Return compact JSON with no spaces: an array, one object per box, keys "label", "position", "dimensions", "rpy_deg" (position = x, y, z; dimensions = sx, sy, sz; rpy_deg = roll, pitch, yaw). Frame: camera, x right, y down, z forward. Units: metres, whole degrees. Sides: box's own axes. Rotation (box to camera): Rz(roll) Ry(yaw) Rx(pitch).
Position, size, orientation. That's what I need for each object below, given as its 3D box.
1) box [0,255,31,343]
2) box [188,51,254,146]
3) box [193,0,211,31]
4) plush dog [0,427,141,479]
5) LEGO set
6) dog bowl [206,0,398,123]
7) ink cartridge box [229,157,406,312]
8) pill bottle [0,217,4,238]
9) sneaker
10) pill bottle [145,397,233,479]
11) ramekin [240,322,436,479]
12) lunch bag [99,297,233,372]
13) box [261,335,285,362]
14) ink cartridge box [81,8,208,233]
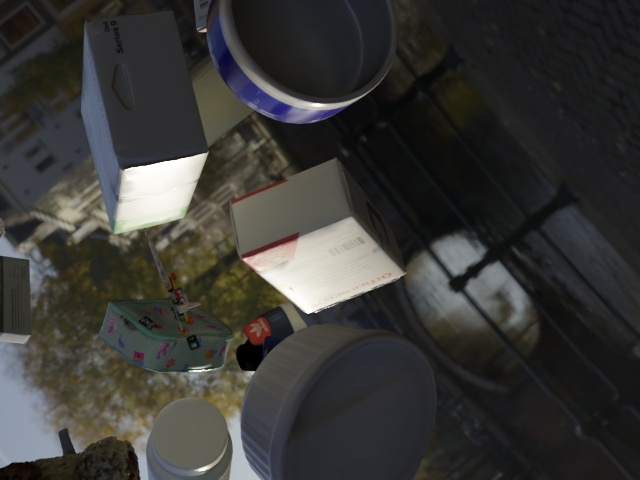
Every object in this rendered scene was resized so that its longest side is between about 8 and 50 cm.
[{"label":"box","position":[-0.557,0.085,1.523],"dimensions":[0.186,0.038,0.145],"rpy_deg":[10,-128,-31]},{"label":"box","position":[-0.228,-0.212,1.639],"dimensions":[0.113,0.275,0.094],"rpy_deg":[48,-164,-25]},{"label":"box","position":[-0.118,-0.485,1.839],"dimensions":[0.127,0.232,0.149],"rpy_deg":[-1,96,61]},{"label":"plush dog","position":[-0.385,0.364,1.239],"dimensions":[0.210,0.262,0.225],"rpy_deg":[20,-173,24]},{"label":"LEGO set","position":[-0.301,0.102,2.014],"dimensions":[0.182,0.060,0.244],"rpy_deg":[93,153,-66]},{"label":"dog bowl","position":[-0.027,-0.308,1.384],"dimensions":[0.265,0.265,0.104],"rpy_deg":[52,155,-6]},{"label":"ink cartridge box","position":[0.000,0.000,1.787],"dimensions":[0.306,0.226,0.131],"rpy_deg":[46,-154,-59]},{"label":"pill bottle","position":[-0.718,-0.026,1.978],"dimensions":[0.065,0.116,0.065],"rpy_deg":[2,-90,-80]},{"label":"sneaker","position":[-0.115,0.283,2.178],"dimensions":[0.131,0.148,0.350],"rpy_deg":[51,154,40]},{"label":"pill bottle","position":[-0.312,0.524,2.284],"dimensions":[0.204,0.204,0.361],"rpy_deg":[51,154,22]},{"label":"ramekin","position":[0.016,0.232,1.257],"dimensions":[0.127,0.273,0.273],"rpy_deg":[22,156,48]},{"label":"lunch bag","position":[-0.359,0.210,2.216],"dimensions":[0.224,0.108,0.279],"rpy_deg":[31,-165,36]},{"label":"box","position":[-0.034,0.261,1.561],"dimensions":[0.036,0.136,0.225],"rpy_deg":[126,153,-51]},{"label":"ink cartridge box","position":[-0.251,-0.155,1.328],"dimensions":[0.289,0.121,0.211],"rpy_deg":[134,122,-69]}]
